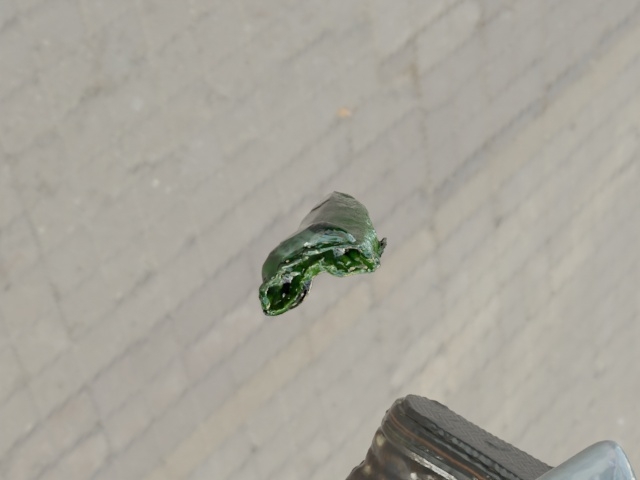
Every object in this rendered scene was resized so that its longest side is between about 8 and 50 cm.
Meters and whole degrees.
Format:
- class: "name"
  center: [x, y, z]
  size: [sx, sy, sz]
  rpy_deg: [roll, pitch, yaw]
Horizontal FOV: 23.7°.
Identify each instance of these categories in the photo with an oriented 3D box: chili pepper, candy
- class: "chili pepper"
  center: [0.001, 0.003, 1.322]
  size: [0.108, 0.062, 0.216]
  rpy_deg: [-24, -172, 14]
- class: "candy"
  center: [0.207, 0.262, 1.341]
  size: [0.174, 0.071, 0.138]
  rpy_deg: [-31, 121, -3]

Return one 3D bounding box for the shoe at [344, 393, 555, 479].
- class: "shoe"
  center: [0.205, 0.382, 1.931]
  size: [0.237, 0.384, 0.171]
  rpy_deg: [-61, 176, 13]
